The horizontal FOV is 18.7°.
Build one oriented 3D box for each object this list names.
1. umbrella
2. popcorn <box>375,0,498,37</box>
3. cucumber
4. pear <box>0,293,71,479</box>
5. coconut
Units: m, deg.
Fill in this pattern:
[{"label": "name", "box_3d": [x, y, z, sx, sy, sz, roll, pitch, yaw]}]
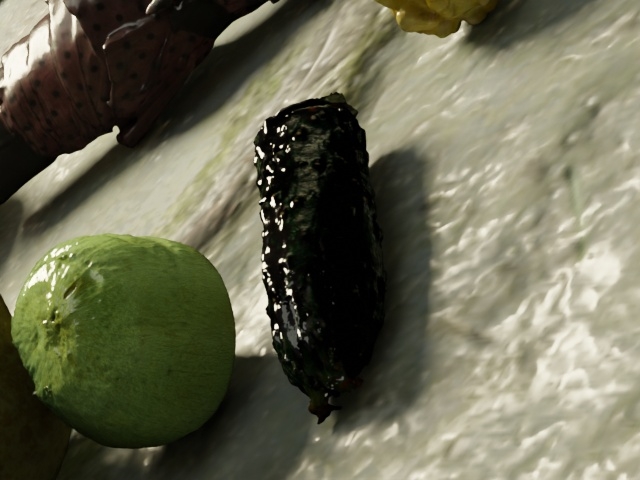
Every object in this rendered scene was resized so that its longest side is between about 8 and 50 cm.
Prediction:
[{"label": "umbrella", "box_3d": [-0.085, -0.124, 1.036, 0.326, 0.090, 0.094, -39, 27, 18]}, {"label": "popcorn", "box_3d": [0.044, -0.129, 0.827, 0.057, 0.082, 0.083, -32, 32, 25]}, {"label": "cucumber", "box_3d": [0.000, 0.000, 0.743, 0.053, 0.053, 0.181, -38, 27, 19]}, {"label": "pear", "box_3d": [-0.187, 0.066, 0.816, 0.136, 0.167, 0.167, -34, 20, -14]}, {"label": "coconut", "box_3d": [-0.074, 0.039, 0.759, 0.088, 0.096, 0.088, -13, 70, 39]}]
